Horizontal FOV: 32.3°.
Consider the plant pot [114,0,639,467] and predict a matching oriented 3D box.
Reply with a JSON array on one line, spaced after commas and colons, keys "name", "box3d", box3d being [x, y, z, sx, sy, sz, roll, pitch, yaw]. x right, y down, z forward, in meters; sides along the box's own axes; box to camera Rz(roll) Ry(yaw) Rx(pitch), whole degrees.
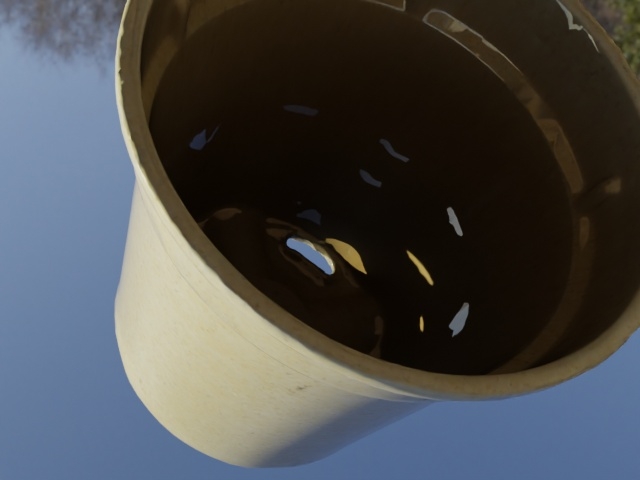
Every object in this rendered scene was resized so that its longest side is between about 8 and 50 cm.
[{"name": "plant pot", "box3d": [0.000, 0.000, 0.727, 0.334, 0.305, 0.333, 11, -122, -18]}]
